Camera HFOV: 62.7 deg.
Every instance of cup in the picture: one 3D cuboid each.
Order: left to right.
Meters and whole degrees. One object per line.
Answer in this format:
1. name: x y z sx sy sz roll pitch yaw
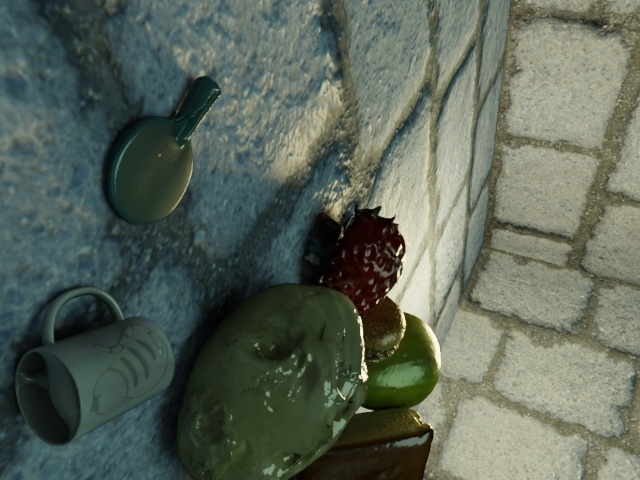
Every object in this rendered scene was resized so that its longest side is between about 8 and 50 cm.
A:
1. cup: -0.233 0.126 0.556 0.133 0.099 0.136 -15 119 -62

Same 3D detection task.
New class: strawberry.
1. strawberry: 0.086 0.070 1.083 0.253 0.150 0.280 97 18 -67

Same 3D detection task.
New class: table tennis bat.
1. table tennis bat: -0.176 -0.109 0.616 0.201 0.033 0.124 -63 156 -17

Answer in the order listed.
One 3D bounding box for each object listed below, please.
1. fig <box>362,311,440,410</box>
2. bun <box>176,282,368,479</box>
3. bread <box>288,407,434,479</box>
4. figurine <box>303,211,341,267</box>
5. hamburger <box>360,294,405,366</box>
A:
1. fig: 0.156 0.318 1.356 0.326 0.258 0.258 -3 108 -46
2. bun: -0.060 0.249 0.856 0.362 0.234 0.326 -49 152 -32
3. bread: 0.081 0.564 1.247 0.333 0.143 0.324 -4 115 -17
4. figurine: 0.000 0.000 1.051 0.060 0.047 0.106 32 78 -22
5. hamburger: 0.102 0.199 1.213 0.191 0.181 0.118 -52 154 -45
